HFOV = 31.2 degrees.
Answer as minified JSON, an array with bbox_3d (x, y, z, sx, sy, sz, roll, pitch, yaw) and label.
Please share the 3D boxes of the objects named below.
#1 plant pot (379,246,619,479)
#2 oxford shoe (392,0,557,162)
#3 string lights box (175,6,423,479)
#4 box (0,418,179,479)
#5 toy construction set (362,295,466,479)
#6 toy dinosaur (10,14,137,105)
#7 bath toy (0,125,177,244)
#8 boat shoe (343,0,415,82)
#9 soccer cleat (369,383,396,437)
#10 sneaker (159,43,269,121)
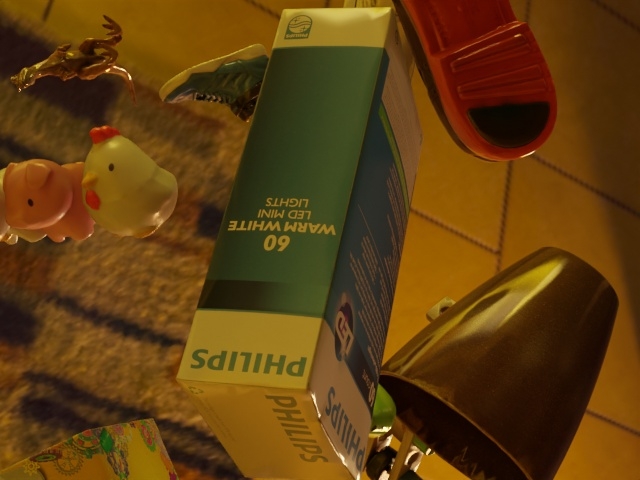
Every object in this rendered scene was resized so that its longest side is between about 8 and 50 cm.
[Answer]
[{"bbox_3d":[0.209,0.124,1.225,0.215,0.215,0.230,45,73,-15],"label":"plant pot"},{"bbox_3d":[0.081,-0.182,0.807,0.096,0.098,0.271,-15,90,-10],"label":"oxford shoe"},{"bbox_3d":[0.000,0.000,0.689,0.133,0.076,0.260,69,29,-53],"label":"string lights box"},{"bbox_3d":[-0.233,0.345,0.986,0.279,0.177,0.290,-26,81,5],"label":"box"},{"bbox_3d":[0.168,0.225,1.501,0.257,0.237,0.309,-10,49,-9],"label":"toy construction set"},{"bbox_3d":[-0.270,-0.210,1.353,0.211,0.112,0.064,-7,74,-51],"label":"toy dinosaur"},{"bbox_3d":[-0.326,-0.056,1.336,0.151,0.348,0.129,-53,128,-44],"label":"bath toy"},{"bbox_3d":[0.090,-0.279,1.323,0.096,0.088,0.268,14,76,-37],"label":"boat shoe"},{"bbox_3d":[-0.009,0.112,1.027,0.179,0.060,0.072,35,7,21],"label":"soccer cleat"},{"bbox_3d":[-0.125,-0.188,1.477,0.152,0.058,0.085,-24,87,-17],"label":"sneaker"}]
